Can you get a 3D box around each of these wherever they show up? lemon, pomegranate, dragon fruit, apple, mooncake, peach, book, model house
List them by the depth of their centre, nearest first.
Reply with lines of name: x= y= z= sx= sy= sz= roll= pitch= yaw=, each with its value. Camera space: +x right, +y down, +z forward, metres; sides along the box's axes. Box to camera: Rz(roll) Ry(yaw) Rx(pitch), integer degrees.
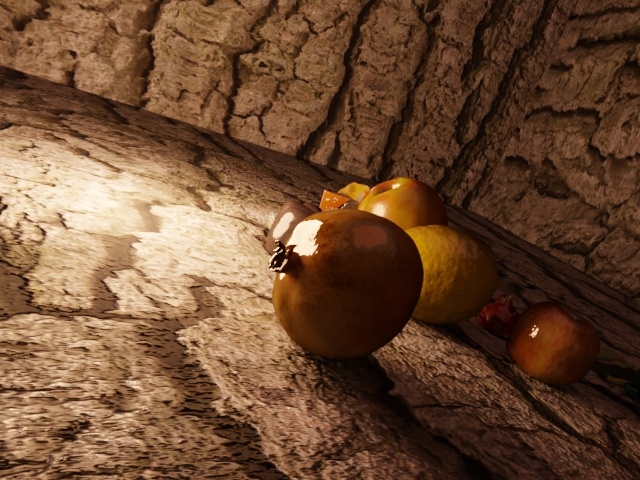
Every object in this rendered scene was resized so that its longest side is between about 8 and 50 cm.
pomegranate: x=0.042 y=0.075 z=0.928 sx=0.319 sy=0.319 sz=0.319 roll=20 pitch=16 yaw=-6
apple: x=0.602 y=0.264 z=1.242 sx=0.211 sy=0.187 sz=0.211 roll=21 pitch=19 yaw=-8
lemon: x=0.308 y=0.093 z=1.288 sx=0.316 sy=0.285 sz=0.285 roll=-23 pitch=20 yaw=2
mooncake: x=0.000 y=0.000 z=1.399 sx=0.306 sy=0.154 sz=0.306 roll=22 pitch=15 yaw=-6
dragon fruit: x=0.557 y=0.225 z=1.455 sx=0.153 sy=0.110 sz=0.153 roll=16 pitch=17 yaw=-5
book: x=0.908 y=0.382 z=1.537 sx=0.201 sy=0.026 sz=0.289 roll=17 pitch=17 yaw=-11
peach: x=0.263 y=-0.032 z=1.561 sx=0.308 sy=0.332 sz=0.308 roll=-16 pitch=12 yaw=3
model house: x=0.065 y=-0.118 z=1.756 sx=0.136 sy=0.219 sz=0.207 roll=1 pitch=24 yaw=-38

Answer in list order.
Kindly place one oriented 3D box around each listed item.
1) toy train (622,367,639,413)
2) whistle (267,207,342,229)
toy train: x=0.939 y=0.435 z=1.259 sx=0.194 sy=0.120 sz=0.298 roll=32 pitch=18 yaw=10
whistle: x=-0.004 y=-0.048 z=1.616 sx=0.346 sy=0.133 sz=0.142 roll=4 pitch=62 yaw=-21
